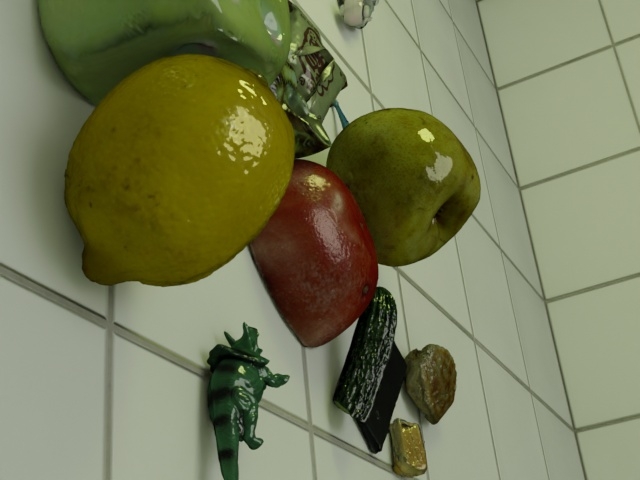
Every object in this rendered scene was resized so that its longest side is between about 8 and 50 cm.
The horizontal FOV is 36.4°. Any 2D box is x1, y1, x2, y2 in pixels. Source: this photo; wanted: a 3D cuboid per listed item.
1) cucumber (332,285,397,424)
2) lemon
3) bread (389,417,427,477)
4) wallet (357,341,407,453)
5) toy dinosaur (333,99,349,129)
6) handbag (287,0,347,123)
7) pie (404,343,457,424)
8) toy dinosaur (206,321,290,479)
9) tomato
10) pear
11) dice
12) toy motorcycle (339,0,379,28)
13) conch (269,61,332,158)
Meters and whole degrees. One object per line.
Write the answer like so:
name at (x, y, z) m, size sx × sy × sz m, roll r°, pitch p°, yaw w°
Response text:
cucumber at (0.086, 0.196, 1.686) m, size 0.077 × 0.077 × 0.265 m, roll 50°, pitch 51°, yaw -42°
lemon at (-0.168, -0.078, 1.145) m, size 0.245 × 0.319 × 0.245 m, roll 38°, pitch -9°, yaw 7°
bread at (0.164, 0.393, 1.832) m, size 0.072 × 0.053 × 0.105 m, roll 22°, pitch 46°, yaw -32°
wallet at (0.104, 0.258, 1.828) m, size 0.146 × 0.030 × 0.285 m, roll 58°, pitch 26°, yaw -16°
toy dinosaur at (0.089, -0.165, 2.082) m, size 0.329 × 0.076 × 0.144 m, roll 58°, pitch 16°, yaw -4°
handbag at (-0.041, -0.321, 1.837) m, size 0.213 × 0.127 × 0.235 m, roll 58°, pitch 37°, yaw -26°
pie at (0.230, 0.300, 2.030) m, size 0.193 × 0.079 × 0.163 m, roll 42°, pitch 44°, yaw -50°
toy dinosaur at (-0.102, 0.231, 1.300) m, size 0.120 × 0.079 × 0.291 m, roll 42°, pitch 33°, yaw -41°
tomato at (0.009, -0.001, 1.668) m, size 0.338 × 0.144 × 0.338 m, roll 52°, pitch 28°, yaw -44°
pear at (0.147, -0.115, 1.892) m, size 0.304 × 0.304 × 0.303 m, roll 49°, pitch 30°, yaw -43°
dice at (-0.200, -0.309, 1.274) m, size 0.250 × 0.252 × 0.254 m, roll 33°, pitch 45°, yaw -56°
toy motorcycle at (0.101, -0.583, 2.441) m, size 0.112 × 0.113 × 0.254 m, roll 63°, pitch 22°, yaw -20°
conch at (-0.078, -0.223, 1.656) m, size 0.187 × 0.124 × 0.181 m, roll 34°, pitch 35°, yaw -42°
